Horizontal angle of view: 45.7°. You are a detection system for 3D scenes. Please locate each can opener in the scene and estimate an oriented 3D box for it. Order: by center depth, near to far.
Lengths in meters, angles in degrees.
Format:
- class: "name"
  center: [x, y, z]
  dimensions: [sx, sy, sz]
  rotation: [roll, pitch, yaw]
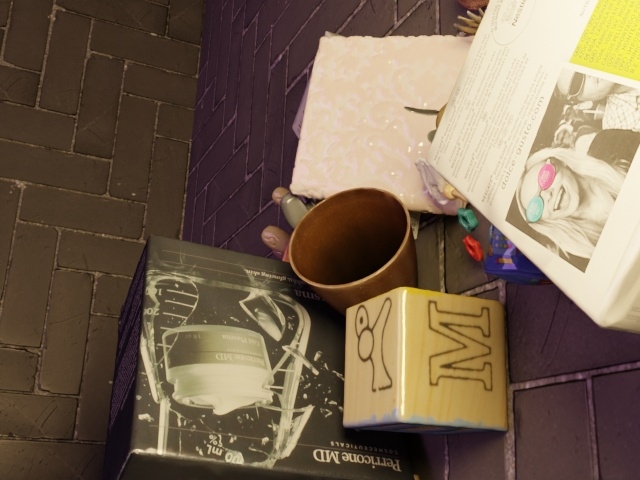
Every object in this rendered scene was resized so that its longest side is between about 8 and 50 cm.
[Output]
- class: "can opener"
  center: [0.000, 0.000, 1.550]
  dimensions: [0.095, 0.283, 0.076]
  rotation: [-40, 36, -15]

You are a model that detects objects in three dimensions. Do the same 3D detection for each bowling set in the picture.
- class: "bowling set"
  center: [-0.038, 0.001, 1.844]
  dimensions: [0.154, 0.200, 0.286]
  rotation: [27, 116, 21]

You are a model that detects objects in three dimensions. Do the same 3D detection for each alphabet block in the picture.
- class: "alphabet block"
  center: [0.159, 0.195, 1.184]
  dimensions: [0.192, 0.194, 0.197]
  rotation: [-29, 54, 60]

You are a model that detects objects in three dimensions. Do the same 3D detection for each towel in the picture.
- class: "towel"
  center: [0.122, -0.216, 1.382]
  dimensions: [0.332, 0.053, 0.316]
  rotation: [8, 85, 26]

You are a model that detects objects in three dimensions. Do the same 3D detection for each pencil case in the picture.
- class: "pencil case"
  center: [0.293, -0.091, 1.012]
  dimensions: [0.133, 0.120, 0.305]
  rotation: [18, -101, -71]

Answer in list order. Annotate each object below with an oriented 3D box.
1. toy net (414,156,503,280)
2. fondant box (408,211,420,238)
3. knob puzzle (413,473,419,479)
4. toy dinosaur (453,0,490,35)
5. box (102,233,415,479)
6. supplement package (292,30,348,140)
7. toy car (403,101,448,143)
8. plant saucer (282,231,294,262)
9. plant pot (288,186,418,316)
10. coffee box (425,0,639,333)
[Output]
- class: "toy net"
  center: [0.234, -0.049, 1.204]
  dimensions: [0.232, 0.045, 0.122]
  rotation: [52, 163, 28]
- class: "fondant box"
  center: [0.125, -0.174, 1.546]
  dimensions: [0.238, 0.096, 0.330]
  rotation: [-174, 95, -67]
- class: "knob puzzle"
  center: [0.136, 0.497, 1.317]
  dimensions: [0.213, 0.030, 0.213]
  rotation: [-170, 90, -67]
- class: "toy dinosaur"
  center: [0.276, -0.430, 1.278]
  dimensions: [0.295, 0.127, 0.200]
  rotation: [-117, 36, -64]
- class: "box"
  center: [-0.132, 0.287, 1.416]
  dimensions: [0.471, 0.480, 0.297]
  rotation: [-98, 27, -44]
- class: "supplement package"
  center: [0.048, -0.326, 1.732]
  dimensions: [0.244, 0.139, 0.134]
  rotation: [-67, 27, 26]
- class: "toy car"
  center: [0.219, -0.161, 1.165]
  dimensions: [0.155, 0.189, 0.148]
  rotation: [58, 134, 42]
- class: "plant saucer"
  center: [-0.042, 0.049, 1.664]
  dimensions: [0.200, 0.037, 0.199]
  rotation: [-165, 90, -74]
- class: "plant pot"
  center: [0.086, 0.062, 1.352]
  dimensions: [0.215, 0.216, 0.230]
  rotation: [-104, -11, -45]
- class: "coffee box"
  center: [0.355, -0.131, 0.677]
  dimensions: [0.334, 0.338, 0.338]
  rotation: [-121, 46, -58]
